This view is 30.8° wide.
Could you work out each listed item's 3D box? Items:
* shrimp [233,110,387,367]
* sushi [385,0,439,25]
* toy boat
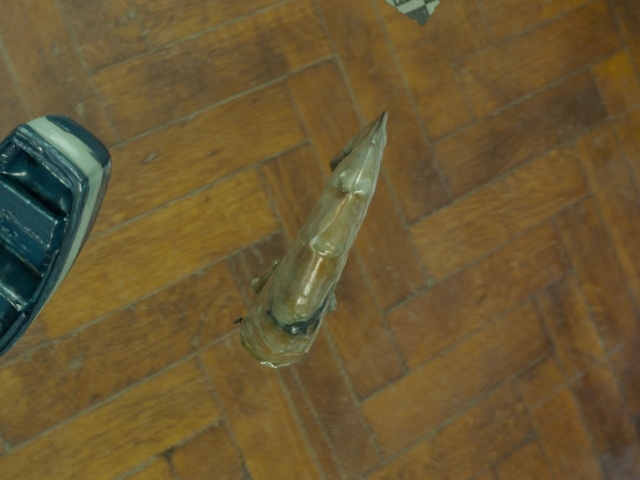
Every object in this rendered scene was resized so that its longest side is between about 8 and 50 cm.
[{"bbox_3d":[0.000,0.000,1.060,0.085,0.360,0.247,27,86,-1],"label":"shrimp"},{"bbox_3d":[0.097,-0.417,1.424,0.231,0.047,0.219,36,106,7],"label":"sushi"},{"bbox_3d":[-0.250,0.018,0.934,0.096,0.299,0.062,39,40,1],"label":"toy boat"}]
